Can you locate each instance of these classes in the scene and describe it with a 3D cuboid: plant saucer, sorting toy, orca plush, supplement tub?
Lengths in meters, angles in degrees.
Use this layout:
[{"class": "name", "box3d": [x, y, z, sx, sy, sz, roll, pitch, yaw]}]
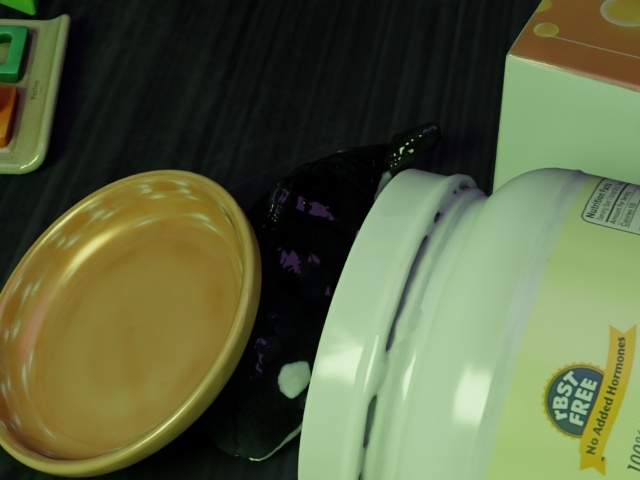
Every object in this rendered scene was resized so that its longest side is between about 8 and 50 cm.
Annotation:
[{"class": "plant saucer", "box3d": [-0.116, 0.051, 0.875, 0.200, 0.037, 0.200, -18, 52, 24]}, {"class": "sorting toy", "box3d": [-0.294, -0.121, 1.103, 0.196, 0.047, 0.347, -2, 45, 0]}, {"class": "orca plush", "box3d": [0.000, 0.000, 0.928, 0.151, 0.102, 0.287, 24, 50, 24]}, {"class": "supplement tub", "box3d": [0.175, 0.096, 0.729, 0.325, 0.235, 0.235, 14, 47, 16]}]

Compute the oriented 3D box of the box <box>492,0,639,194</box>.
[{"class": "box", "box3d": [0.280, -0.130, 1.003, 0.215, 0.168, 0.345, 18, 48, 19]}]
